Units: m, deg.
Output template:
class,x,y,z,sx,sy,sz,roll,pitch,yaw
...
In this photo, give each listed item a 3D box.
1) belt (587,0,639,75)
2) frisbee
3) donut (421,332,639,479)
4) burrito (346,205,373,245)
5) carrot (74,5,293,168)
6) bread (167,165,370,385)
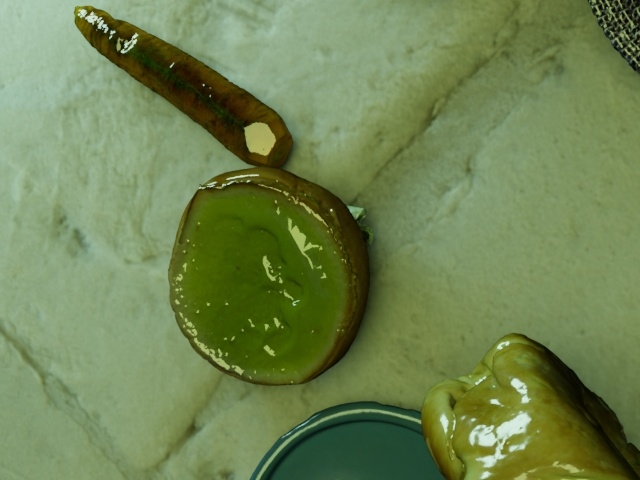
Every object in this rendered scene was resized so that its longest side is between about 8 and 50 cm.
class,x,y,z,sx,sy,sz,roll,pitch,yaw
belt,0.396,-0.259,1.420,0.260,0.122,0.325,-44,70,17
frisbee,0.053,0.311,1.513,0.289,0.049,0.290,-2,83,15
donut,0.232,0.256,1.305,0.170,0.360,0.360,-38,74,9
burrito,0.000,-0.004,1.565,0.118,0.044,0.074,-1,92,20
carrot,-0.160,-0.178,1.633,0.314,0.066,0.066,35,96,22
bread,-0.056,0.037,1.536,0.236,0.070,0.236,6,105,22
